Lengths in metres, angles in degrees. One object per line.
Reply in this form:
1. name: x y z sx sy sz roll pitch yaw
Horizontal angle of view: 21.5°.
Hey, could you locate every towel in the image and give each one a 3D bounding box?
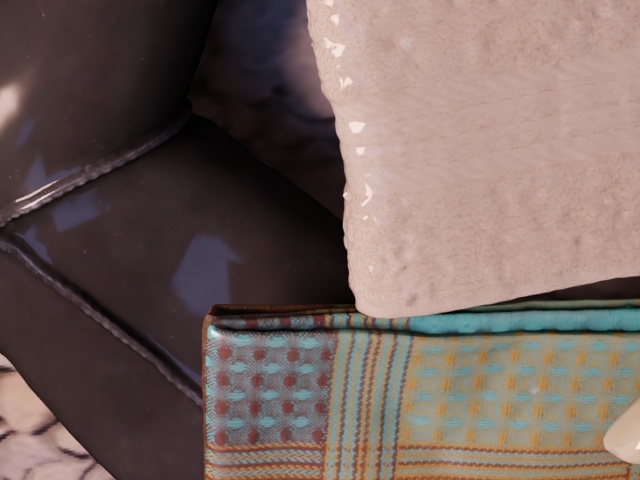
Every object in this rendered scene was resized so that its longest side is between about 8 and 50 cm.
1. towel: 0.127 0.152 0.818 0.370 0.040 0.271 0 112 -5
2. towel: 0.139 -0.078 0.723 0.282 0.049 0.187 -10 112 -1

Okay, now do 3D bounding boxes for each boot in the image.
1. boot: -0.001 0.001 0.829 0.445 0.146 0.367 44 122 -7

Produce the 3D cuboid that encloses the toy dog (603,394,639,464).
1. toy dog: 0.281 0.158 0.640 0.395 0.284 0.408 12 103 26
